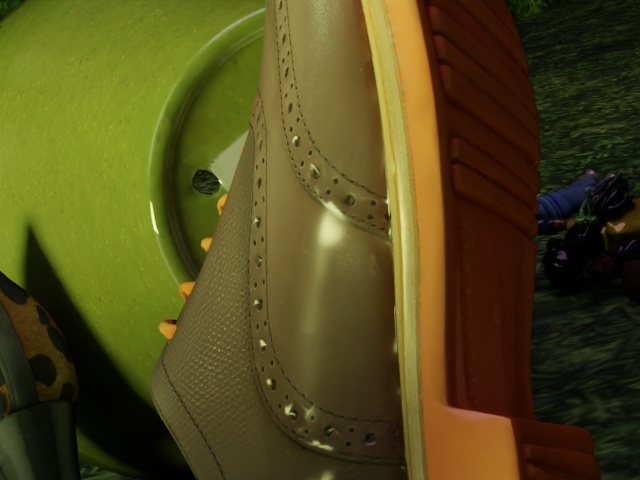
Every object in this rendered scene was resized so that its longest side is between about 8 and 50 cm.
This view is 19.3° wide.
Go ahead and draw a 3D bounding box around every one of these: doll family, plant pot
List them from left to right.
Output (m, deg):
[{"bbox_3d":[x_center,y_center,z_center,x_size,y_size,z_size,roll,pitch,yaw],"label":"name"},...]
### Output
[{"bbox_3d":[-0.029,-0.019,0.812,0.274,0.275,0.293,-17,2,-13],"label":"plant pot"},{"bbox_3d":[0.173,-0.005,1.171,0.111,0.076,0.193,-24,8,-26],"label":"doll family"}]

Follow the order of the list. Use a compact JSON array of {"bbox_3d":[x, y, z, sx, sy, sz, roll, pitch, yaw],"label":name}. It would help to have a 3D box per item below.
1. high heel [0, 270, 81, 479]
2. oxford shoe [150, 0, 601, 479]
[{"bbox_3d":[-0.171,0.083,0.817,0.093,0.186,0.261,-21,12,-32],"label":"high heel"},{"bbox_3d":[0.000,0.000,0.597,0.132,0.364,0.130,-14,-21,21],"label":"oxford shoe"}]
